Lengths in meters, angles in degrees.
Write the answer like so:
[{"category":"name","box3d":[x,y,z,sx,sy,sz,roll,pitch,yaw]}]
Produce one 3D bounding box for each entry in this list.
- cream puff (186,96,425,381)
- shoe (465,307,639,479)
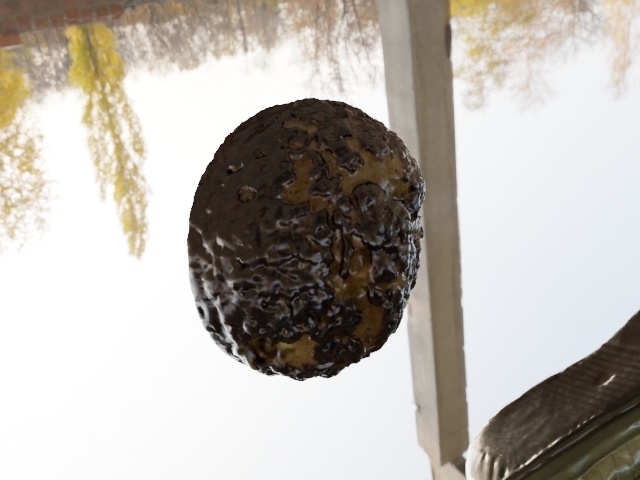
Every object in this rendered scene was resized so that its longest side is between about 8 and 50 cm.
[{"category":"cream puff","box3d":[0.000,0.000,0.504,0.165,0.239,0.239,6,-153,17]},{"category":"shoe","box3d":[0.229,0.109,0.397,0.275,0.098,0.103,-42,-173,18]}]
